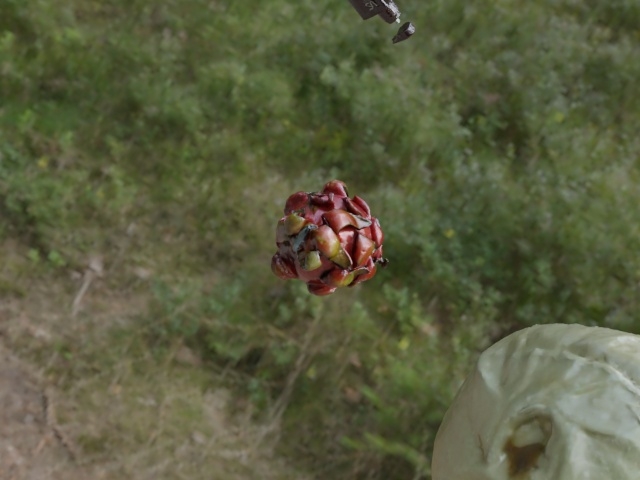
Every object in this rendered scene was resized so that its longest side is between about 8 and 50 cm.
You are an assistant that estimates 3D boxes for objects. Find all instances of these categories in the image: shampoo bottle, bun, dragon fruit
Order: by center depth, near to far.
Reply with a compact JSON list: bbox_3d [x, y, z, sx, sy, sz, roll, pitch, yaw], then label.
[{"bbox_3d":[0.279,0.251,1.444,0.202,0.364,0.364,28,11,-45],"label":"bun"},{"bbox_3d":[0.069,-0.416,2.024,0.236,0.067,0.068,44,-22,-24],"label":"shampoo bottle"},{"bbox_3d":[0.015,-0.007,2.541,0.227,0.243,0.307,65,-22,2],"label":"dragon fruit"}]
